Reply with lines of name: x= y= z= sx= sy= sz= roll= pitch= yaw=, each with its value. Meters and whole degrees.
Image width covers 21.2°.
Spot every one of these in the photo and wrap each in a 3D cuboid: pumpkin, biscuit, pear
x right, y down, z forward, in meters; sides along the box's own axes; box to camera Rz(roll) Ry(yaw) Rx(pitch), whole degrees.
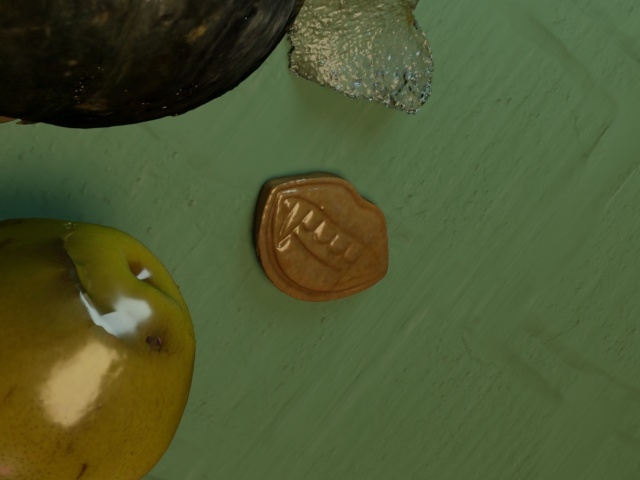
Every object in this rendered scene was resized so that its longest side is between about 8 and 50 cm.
pumpkin: x=-0.213 y=-0.257 z=1.260 sx=0.454 sy=0.454 sz=0.344 roll=-3 pitch=111 yaw=-34
biscuit: x=0.000 y=0.000 z=1.888 sx=0.142 sy=0.029 sz=0.220 roll=-47 pitch=135 yaw=1
pear: x=-0.273 y=0.136 z=1.613 sx=0.285 sy=0.285 sz=0.336 roll=17 pitch=105 yaw=-42

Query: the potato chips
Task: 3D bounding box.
potato chips: x=0.045 y=-0.214 z=1.756 sx=0.167 sy=0.059 sz=0.228 roll=-29 pitch=138 yaw=-8
